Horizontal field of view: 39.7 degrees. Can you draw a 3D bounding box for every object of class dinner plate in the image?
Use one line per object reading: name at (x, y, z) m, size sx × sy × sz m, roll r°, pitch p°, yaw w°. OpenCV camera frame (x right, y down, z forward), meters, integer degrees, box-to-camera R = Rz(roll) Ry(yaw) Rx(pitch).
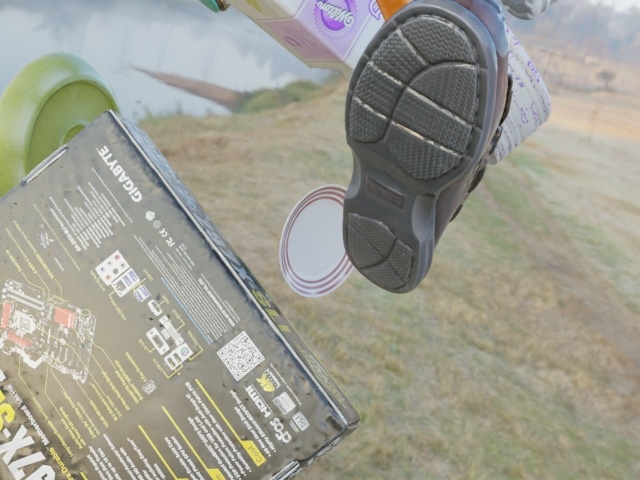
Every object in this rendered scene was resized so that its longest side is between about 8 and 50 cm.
dinner plate at (0.000, 0.000, 1.074) m, size 0.017 × 0.141 × 0.141 m, roll 18°, pitch 11°, yaw 43°

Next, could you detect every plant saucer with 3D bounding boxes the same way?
plant saucer at (-0.332, -0.125, 1.168) m, size 0.037 × 0.241 × 0.241 m, roll 14°, pitch 12°, yaw 24°

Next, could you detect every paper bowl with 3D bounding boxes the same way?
paper bowl at (0.123, -0.203, 1.036) m, size 0.284 × 0.148 × 0.284 m, roll 48°, pitch 3°, yaw -3°

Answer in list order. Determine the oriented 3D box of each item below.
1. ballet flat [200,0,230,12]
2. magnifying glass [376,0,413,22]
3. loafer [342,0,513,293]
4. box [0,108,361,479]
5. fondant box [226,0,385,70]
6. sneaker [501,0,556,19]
ballet flat at (-0.184, -0.382, 1.181) m, size 0.206 × 0.067 × 0.073 m, roll 40°, pitch -12°, yaw 9°
magnifying glass at (0.085, -0.167, 0.783) m, size 0.092 × 0.231 × 0.026 m, roll -18°, pitch 40°, yaw 17°
loafer at (0.081, -0.077, 0.671) m, size 0.109 × 0.302 × 0.095 m, roll 35°, pitch 58°, yaw 17°
box at (-0.164, 0.096, 0.711) m, size 0.322 × 0.257 × 0.079 m, roll 51°, pitch 5°, yaw 13°
fondant box at (0.011, -0.363, 0.834) m, size 0.238 × 0.330 × 0.096 m, roll 34°, pitch -7°, yaw -34°
sneaker at (0.278, -0.439, 1.155) m, size 0.115 × 0.281 × 0.105 m, roll -29°, pitch 40°, yaw -19°
